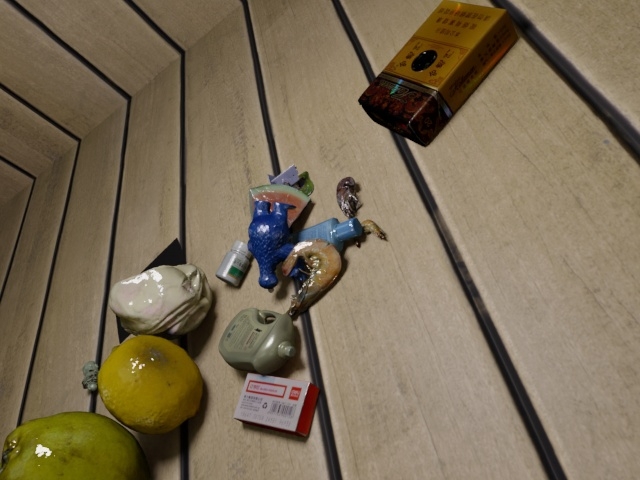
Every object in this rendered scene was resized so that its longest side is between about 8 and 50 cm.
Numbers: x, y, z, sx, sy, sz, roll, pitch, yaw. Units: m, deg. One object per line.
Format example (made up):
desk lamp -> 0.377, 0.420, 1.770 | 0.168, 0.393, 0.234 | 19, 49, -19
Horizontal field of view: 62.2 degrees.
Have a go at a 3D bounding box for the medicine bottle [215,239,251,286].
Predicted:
medicine bottle -> -0.267, 0.071, 1.668 | 0.080, 0.080, 0.130 | 11, 68, 44

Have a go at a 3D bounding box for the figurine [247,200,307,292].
figurine -> -0.143, 0.014, 1.479 | 0.164, 0.120, 0.262 | -10, 86, 30

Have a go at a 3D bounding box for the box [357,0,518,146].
box -> 0.330, -0.491, 1.542 | 0.415, 0.116, 0.264 | -48, 43, 1

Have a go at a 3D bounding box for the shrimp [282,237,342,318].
shrimp -> -0.045, 0.104, 1.439 | 0.251, 0.143, 0.052 | -54, 0, 3

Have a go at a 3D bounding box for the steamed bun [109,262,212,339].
steamed bun -> -0.457, 0.200, 1.592 | 0.275, 0.320, 0.206 | -38, 73, 43

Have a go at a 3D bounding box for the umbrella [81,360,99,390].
umbrella -> -0.795, 0.472, 1.844 | 0.067, 0.062, 0.143 | -21, 32, -16

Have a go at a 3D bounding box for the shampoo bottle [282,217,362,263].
shampoo bottle -> 0.000, 0.000, 1.496 | 0.258, 0.061, 0.104 | -20, 62, 33

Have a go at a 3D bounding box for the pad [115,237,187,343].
pad -> -0.628, 0.179, 1.953 | 0.367, 0.007, 0.248 | -43, 43, 8

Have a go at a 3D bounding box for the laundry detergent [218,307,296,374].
laundry detergent -> -0.153, 0.268, 1.408 | 0.253, 0.091, 0.181 | 3, 53, 47

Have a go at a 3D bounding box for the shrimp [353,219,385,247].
shrimp -> 0.130, -0.011, 1.436 | 0.083, 0.023, 0.114 | -53, 36, 1

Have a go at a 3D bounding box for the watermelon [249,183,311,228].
watermelon -> -0.120, -0.065, 1.641 | 0.207, 0.136, 0.202 | -10, 67, 8

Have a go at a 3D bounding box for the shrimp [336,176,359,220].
shrimp -> 0.081, -0.113, 1.525 | 0.065, 0.056, 0.165 | -17, 60, 8

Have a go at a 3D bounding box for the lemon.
lemon -> -0.464, 0.398, 1.462 | 0.260, 0.284, 0.260 | -52, 13, 18

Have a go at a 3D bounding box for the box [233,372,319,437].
box -> -0.116, 0.405, 1.322 | 0.229, 0.050, 0.123 | -5, 56, 39

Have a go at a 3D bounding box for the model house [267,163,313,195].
model house -> -0.117, -0.172, 1.710 | 0.167, 0.088, 0.117 | -33, 44, 17

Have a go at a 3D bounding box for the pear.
pear -> -0.609, 0.611, 1.344 | 0.351, 0.413, 0.352 | -21, 37, 17
